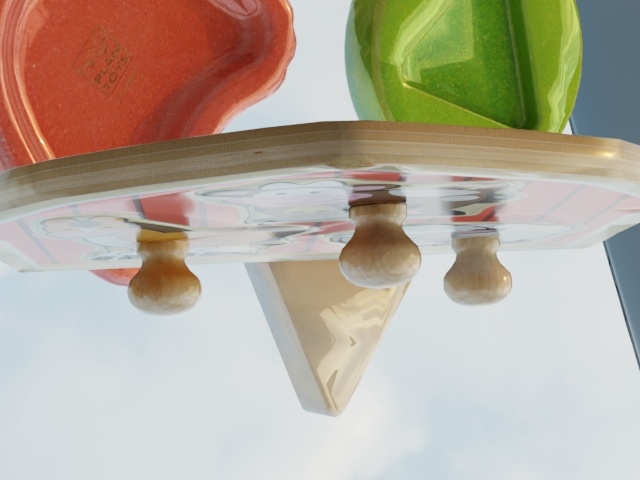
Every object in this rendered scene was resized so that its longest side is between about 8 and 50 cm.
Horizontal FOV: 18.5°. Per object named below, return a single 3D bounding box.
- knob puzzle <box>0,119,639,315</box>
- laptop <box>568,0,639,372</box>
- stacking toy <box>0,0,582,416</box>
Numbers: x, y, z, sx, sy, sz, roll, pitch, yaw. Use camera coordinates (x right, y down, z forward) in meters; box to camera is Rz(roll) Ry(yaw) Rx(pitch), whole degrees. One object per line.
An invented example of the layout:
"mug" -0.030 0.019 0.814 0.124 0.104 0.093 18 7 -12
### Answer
"knob puzzle" 0.000 0.000 0.487 0.213 0.213 0.030 -3 -96 11
"laptop" 0.356 -0.049 1.220 0.408 0.382 0.236 -13 -161 15
"stacking toy" -0.038 -0.097 0.902 0.130 0.279 0.309 7 -127 52
